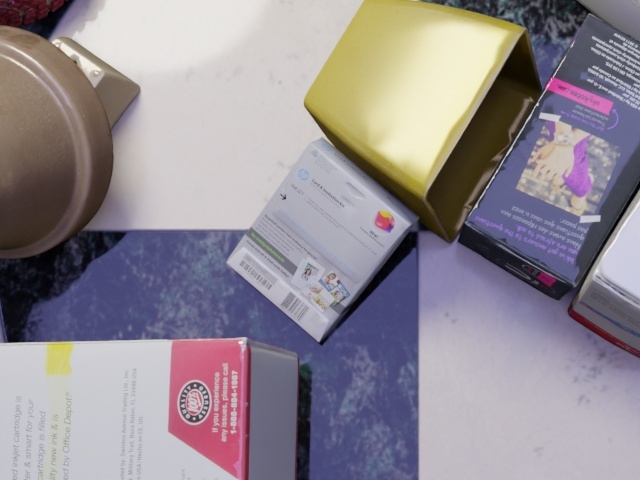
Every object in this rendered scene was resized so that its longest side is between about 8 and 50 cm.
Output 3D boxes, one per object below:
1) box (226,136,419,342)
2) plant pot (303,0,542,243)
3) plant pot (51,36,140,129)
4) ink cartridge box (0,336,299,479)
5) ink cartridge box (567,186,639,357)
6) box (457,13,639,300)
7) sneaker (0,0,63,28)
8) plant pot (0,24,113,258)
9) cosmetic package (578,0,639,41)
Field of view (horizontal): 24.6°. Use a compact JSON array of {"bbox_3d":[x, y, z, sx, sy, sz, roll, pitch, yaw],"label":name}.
[{"bbox_3d":[0.000,0.000,1.651,0.145,0.038,0.186,40,117,8],"label":"box"},{"bbox_3d":[0.106,-0.151,1.635,0.187,0.212,0.212,30,85,19],"label":"plant pot"},{"bbox_3d":[-0.290,-0.174,1.704,0.109,0.096,0.109,35,86,7],"label":"plant pot"},{"bbox_3d":[-0.229,0.249,1.566,0.384,0.160,0.279,-2,81,19],"label":"ink cartridge box"},{"bbox_3d":[0.376,0.000,1.537,0.131,0.306,0.226,32,86,7],"label":"ink cartridge box"},{"bbox_3d":[0.281,-0.087,1.625,0.143,0.165,0.270,31,85,7],"label":"box"},{"bbox_3d":[-0.417,-0.302,1.718,0.299,0.121,0.112,-17,80,1],"label":"sneaker"},{"bbox_3d":[-0.387,-0.083,1.581,0.263,0.229,0.263,7,110,19],"label":"plant pot"},{"bbox_3d":[0.444,-0.399,1.659,0.197,0.155,0.365,40,85,15],"label":"cosmetic package"}]
